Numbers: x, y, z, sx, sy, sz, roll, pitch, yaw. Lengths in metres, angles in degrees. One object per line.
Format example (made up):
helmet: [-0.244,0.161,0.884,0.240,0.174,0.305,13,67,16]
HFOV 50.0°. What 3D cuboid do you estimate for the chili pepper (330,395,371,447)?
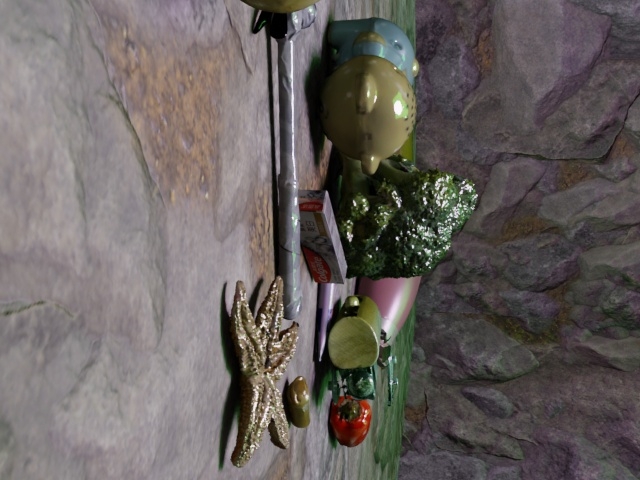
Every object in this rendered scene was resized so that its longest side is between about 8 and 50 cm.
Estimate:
chili pepper: [0.060,0.348,1.358,0.192,0.084,0.086,82,-1,-60]

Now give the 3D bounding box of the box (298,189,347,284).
box: [0.000,0.000,1.053,0.218,0.055,0.039,74,22,-57]

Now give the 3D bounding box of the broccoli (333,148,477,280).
broccoli: [0.132,-0.067,1.256,0.283,0.304,0.321,63,4,12]

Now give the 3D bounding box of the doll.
doll: [0.081,-0.245,1.140,0.260,0.162,0.177,-79,167,-47]

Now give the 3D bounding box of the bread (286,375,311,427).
bread: [-0.032,0.238,1.002,0.049,0.034,0.088,-96,-177,-47]

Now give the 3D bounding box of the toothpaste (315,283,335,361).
toothpaste: [0.008,0.123,1.189,0.045,0.028,0.169,35,60,-85]

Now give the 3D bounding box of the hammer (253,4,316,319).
hammer: [-0.038,-0.100,0.885,0.152,0.044,0.426,-56,147,-67]

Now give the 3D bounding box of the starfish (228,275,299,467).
starfish: [-0.067,0.138,0.783,0.227,0.043,0.240,-77,161,-51]

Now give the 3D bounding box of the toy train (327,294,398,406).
toy train: [0.086,0.199,1.290,0.307,0.126,0.189,-30,124,-82]

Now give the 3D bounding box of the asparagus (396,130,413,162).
asparagus: [0.185,-0.281,1.755,0.128,0.108,0.381,132,-30,-55]

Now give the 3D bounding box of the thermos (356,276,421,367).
thermos: [0.144,0.157,1.629,0.176,0.146,0.265,122,-11,-58]

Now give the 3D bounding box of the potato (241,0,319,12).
potato: [-0.020,-0.331,0.557,0.210,0.173,0.307,22,75,-40]
